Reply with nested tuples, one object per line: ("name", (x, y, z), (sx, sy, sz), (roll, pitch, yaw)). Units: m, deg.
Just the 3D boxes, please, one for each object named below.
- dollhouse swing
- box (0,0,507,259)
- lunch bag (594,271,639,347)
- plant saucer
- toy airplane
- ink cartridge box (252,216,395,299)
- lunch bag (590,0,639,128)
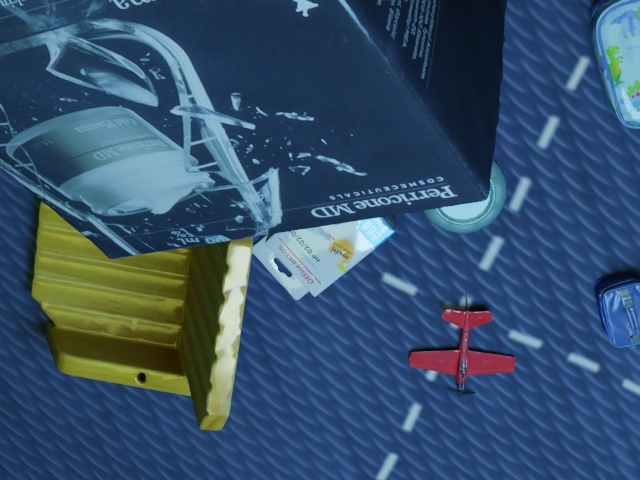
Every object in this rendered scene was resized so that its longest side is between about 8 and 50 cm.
("dollhouse swing", (-0.238, 0.040, 1.552), (0.315, 0.305, 0.346), (10, 107, 1))
("box", (-0.127, -0.241, 1.202), (0.480, 0.297, 0.472), (-9, 147, 28))
("lunch bag", (0.412, 0.098, 1.649), (0.067, 0.065, 0.098), (-15, 104, 8))
("plant saucer", (0.191, -0.064, 1.640), (0.119, 0.021, 0.119), (1, 106, 4))
("toy airplane", (0.201, 0.149, 1.697), (0.151, 0.028, 0.151), (0, 106, 2))
("ink cartridge box", (0.000, 0.000, 1.649), (0.181, 0.061, 0.104), (-40, 100, 14))
("lunch bag", (0.456, -0.249, 1.535), (0.219, 0.090, 0.176), (-17, 105, 8))
